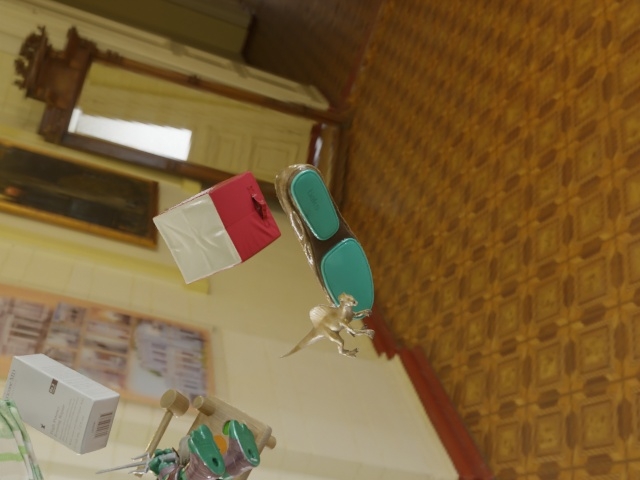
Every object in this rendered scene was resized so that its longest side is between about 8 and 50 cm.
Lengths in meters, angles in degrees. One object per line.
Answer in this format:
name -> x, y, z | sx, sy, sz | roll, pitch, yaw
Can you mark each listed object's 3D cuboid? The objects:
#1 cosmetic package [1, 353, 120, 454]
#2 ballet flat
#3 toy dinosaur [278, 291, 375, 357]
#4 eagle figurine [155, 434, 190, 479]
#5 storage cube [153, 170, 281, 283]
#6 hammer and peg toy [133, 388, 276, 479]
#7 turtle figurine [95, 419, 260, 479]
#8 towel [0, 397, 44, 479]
cosmetic package -> -0.518, 0.319, 1.502 | 0.085, 0.231, 0.117 | 8, -82, -65
ballet flat -> 0.000, 0.000, 1.481 | 0.116, 0.342, 0.124 | -37, 25, -18
toy dinosaur -> 0.020, 0.127, 1.106 | 0.183, 0.092, 0.053 | -47, 18, 40
eagle figurine -> -0.243, 0.474, 1.319 | 0.298, 0.225, 0.226 | 63, -158, -63
storage cube -> -0.244, -0.034, 1.818 | 0.215, 0.184, 0.193 | -20, 10, 31
hammer and peg toy -> -0.294, 0.523, 1.882 | 0.361, 0.127, 0.266 | 13, 68, 47
turtle figurine -> -0.183, 0.283, 0.826 | 0.234, 0.118, 0.175 | -36, -3, 15
towel -> -0.475, 0.394, 1.076 | 0.038, 0.247, 0.325 | -26, -80, -66
